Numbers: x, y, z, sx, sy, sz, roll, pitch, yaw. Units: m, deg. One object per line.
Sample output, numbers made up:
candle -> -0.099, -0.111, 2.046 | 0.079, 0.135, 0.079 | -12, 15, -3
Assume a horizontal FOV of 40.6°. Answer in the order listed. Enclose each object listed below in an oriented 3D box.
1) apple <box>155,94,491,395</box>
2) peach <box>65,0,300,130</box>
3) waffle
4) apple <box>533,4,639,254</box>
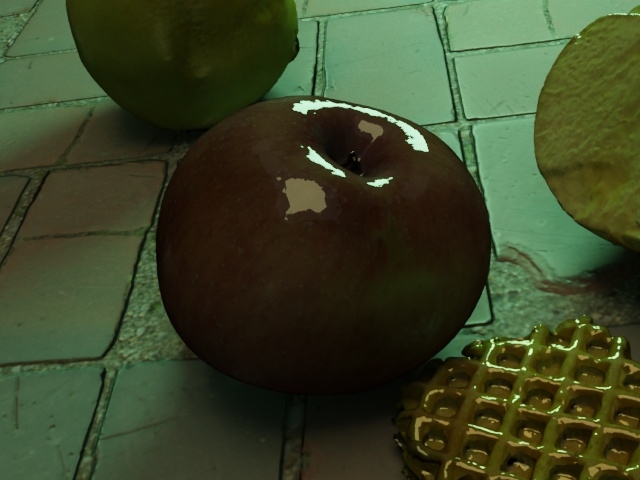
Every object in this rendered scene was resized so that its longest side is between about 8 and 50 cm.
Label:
apple -> 0.000, 0.000, 0.798 | 0.306, 0.235, 0.305 | 9, 43, -9
peach -> -0.200, -0.328, 1.255 | 0.316, 0.314, 0.281 | -16, 22, -11
waffle -> 0.192, 0.164, 0.727 | 0.254, 0.052, 0.245 | -17, 39, -10
apple -> 0.386, -0.113, 0.875 | 0.314, 0.252, 0.309 | -22, 27, -18
